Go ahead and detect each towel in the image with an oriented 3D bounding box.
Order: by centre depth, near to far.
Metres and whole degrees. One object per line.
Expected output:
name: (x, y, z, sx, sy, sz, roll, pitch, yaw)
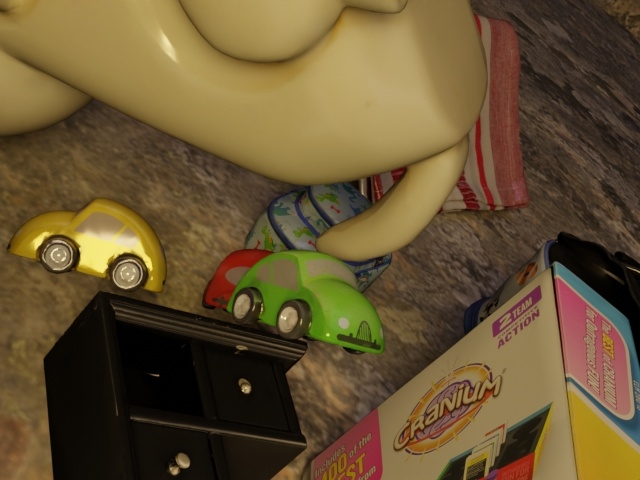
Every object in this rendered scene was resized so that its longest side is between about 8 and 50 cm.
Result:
towel: (0.142, -0.147, 1.074, 0.329, 0.037, 0.237, -5, 91, -52)

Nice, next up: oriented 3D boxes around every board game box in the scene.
board game box: (0.065, 0.184, 0.487, 0.064, 0.242, 0.316, 37, 31, -15)

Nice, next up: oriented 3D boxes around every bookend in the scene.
bookend: (-0.071, 0.126, 0.566, 0.156, 0.072, 0.157, 19, 38, -36)

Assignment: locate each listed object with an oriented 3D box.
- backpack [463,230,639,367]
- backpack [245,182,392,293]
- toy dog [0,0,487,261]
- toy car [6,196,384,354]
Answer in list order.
backpack: (0.234, 0.136, 0.784, 0.277, 0.213, 0.263, 27, 42, -34)
backpack: (0.000, 0.000, 0.798, 0.105, 0.084, 0.114, 47, 33, 11)
toy dog: (-0.110, -0.178, 0.599, 0.284, 0.408, 0.395, -66, 148, -42)
toy car: (-0.045, 0.024, 0.599, 0.239, 0.053, 0.225, 18, -5, -42)
